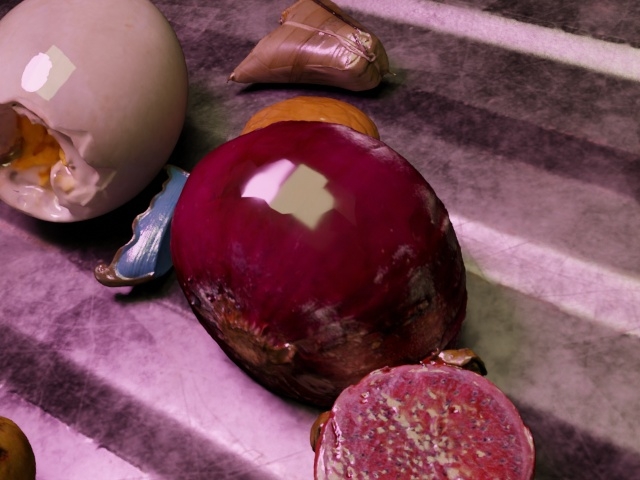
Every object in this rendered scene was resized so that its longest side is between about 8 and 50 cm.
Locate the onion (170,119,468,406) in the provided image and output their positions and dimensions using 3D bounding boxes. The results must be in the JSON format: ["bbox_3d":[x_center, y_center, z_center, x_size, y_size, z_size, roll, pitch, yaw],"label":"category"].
[{"bbox_3d":[0.000,0.000,1.001,0.337,0.260,0.282,28,54,33],"label":"onion"}]

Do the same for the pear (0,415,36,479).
[{"bbox_3d":[-0.416,0.244,0.856,0.304,0.304,0.303,-7,47,7],"label":"pear"}]

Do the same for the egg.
[{"bbox_3d":[-0.314,-0.198,1.235,0.279,0.278,0.336,3,45,15],"label":"egg"}]

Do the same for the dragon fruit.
[{"bbox_3d":[0.080,0.236,0.851,0.211,0.147,0.282,19,57,16],"label":"dragon fruit"}]

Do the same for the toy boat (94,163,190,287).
[{"bbox_3d":[-0.217,-0.013,1.178,0.077,0.075,0.185,10,55,17],"label":"toy boat"}]

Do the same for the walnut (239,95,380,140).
[{"bbox_3d":[-0.015,-0.143,1.198,0.211,0.087,0.167,3,16,31],"label":"walnut"}]

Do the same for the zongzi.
[{"bbox_3d":[-0.019,-0.255,1.348,0.197,0.099,0.194,-40,51,-9],"label":"zongzi"}]
